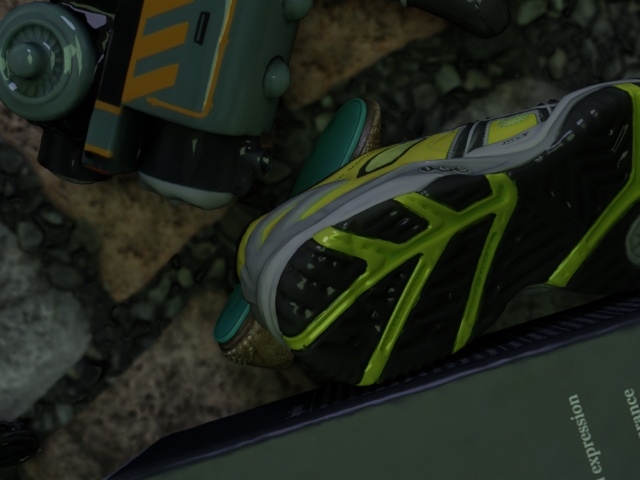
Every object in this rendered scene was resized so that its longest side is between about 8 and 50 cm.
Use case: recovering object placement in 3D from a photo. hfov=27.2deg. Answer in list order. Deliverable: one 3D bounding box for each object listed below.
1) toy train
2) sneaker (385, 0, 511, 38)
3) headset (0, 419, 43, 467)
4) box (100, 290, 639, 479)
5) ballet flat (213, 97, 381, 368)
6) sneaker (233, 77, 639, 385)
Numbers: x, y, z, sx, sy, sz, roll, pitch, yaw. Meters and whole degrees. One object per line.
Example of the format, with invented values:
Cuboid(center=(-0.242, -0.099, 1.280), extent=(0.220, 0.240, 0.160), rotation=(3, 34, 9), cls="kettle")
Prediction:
Cuboid(center=(-0.088, -0.184, 0.848), extent=(0.190, 0.142, 0.334), rotation=(19, 102, 19), cls="toy train")
Cuboid(center=(0.013, -0.180, 0.926), extent=(0.228, 0.086, 0.132), rotation=(40, 94, 13), cls="sneaker")
Cuboid(center=(-0.179, 0.310, 0.856), extent=(0.243, 0.185, 0.394), rotation=(-40, 76, 42), cls="headset")
Cuboid(center=(0.105, 0.219, 0.835), extent=(0.395, 0.212, 0.293), rotation=(-17, 88, 0), cls="box")
Cuboid(center=(0.000, 0.000, 0.929), extent=(0.067, 0.073, 0.206), rotation=(30, 92, -24), cls="ballet flat")
Cuboid(center=(0.119, -0.032, 0.860), extent=(0.384, 0.147, 0.145), rotation=(-15, 112, -25), cls="sneaker")
